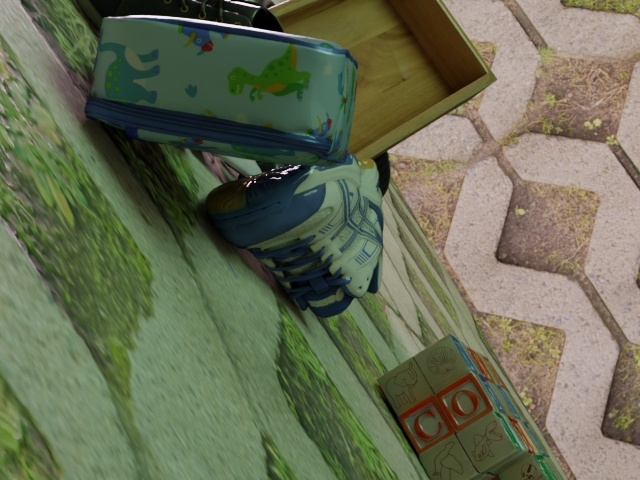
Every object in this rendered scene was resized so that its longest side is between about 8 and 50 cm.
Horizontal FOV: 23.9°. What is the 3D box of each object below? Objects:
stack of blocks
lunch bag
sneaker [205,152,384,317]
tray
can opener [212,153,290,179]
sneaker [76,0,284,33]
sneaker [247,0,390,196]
[{"bbox_3d":[0.163,0.205,1.553,0.171,0.087,0.297,60,7,16],"label":"stack of blocks"},{"bbox_3d":[-0.065,-0.104,1.057,0.219,0.176,0.090,-37,138,-85],"label":"lunch bag"},{"bbox_3d":[0.000,0.000,1.262,0.296,0.112,0.131,-7,86,-70],"label":"sneaker"},{"bbox_3d":[0.044,-0.204,1.799,0.203,0.076,0.411,55,38,1],"label":"tray"},{"bbox_3d":[-0.038,-0.081,1.395,0.283,0.095,0.076,34,24,-56],"label":"can opener"},{"bbox_3d":[-0.113,-0.194,1.211,0.222,0.118,0.083,56,30,-12],"label":"sneaker"},{"bbox_3d":[-0.019,-0.189,1.910,0.330,0.122,0.146,56,9,-10],"label":"sneaker"}]
